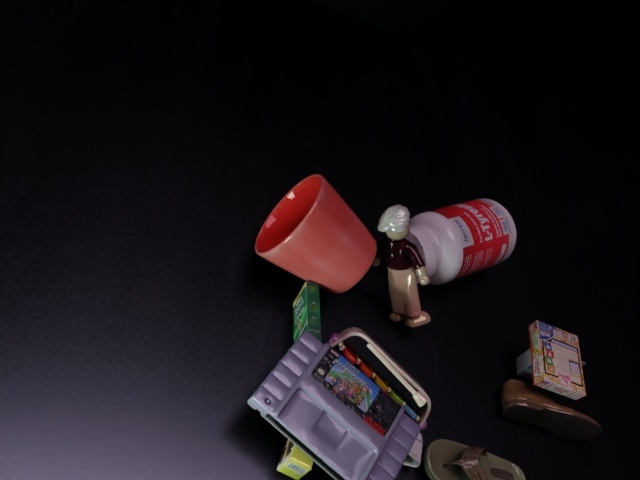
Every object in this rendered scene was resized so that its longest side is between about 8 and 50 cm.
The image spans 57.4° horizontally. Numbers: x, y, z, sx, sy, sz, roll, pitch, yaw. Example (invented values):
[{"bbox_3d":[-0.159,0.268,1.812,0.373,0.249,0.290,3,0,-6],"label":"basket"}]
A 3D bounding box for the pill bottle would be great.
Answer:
[{"bbox_3d":[0.403,0.008,1.828,0.408,0.229,0.229,-14,61,-36],"label":"pill bottle"}]

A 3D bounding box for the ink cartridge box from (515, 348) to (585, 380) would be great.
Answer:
[{"bbox_3d":[0.694,0.385,1.754,0.180,0.104,0.060,21,46,-11],"label":"ink cartridge box"}]

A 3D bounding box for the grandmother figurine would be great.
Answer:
[{"bbox_3d":[0.220,0.064,1.618,0.208,0.342,0.104,10,30,38],"label":"grandmother figurine"}]

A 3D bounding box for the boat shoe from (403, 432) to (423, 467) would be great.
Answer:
[{"bbox_3d":[0.131,0.468,1.385,0.258,0.095,0.084,19,42,-11],"label":"boat shoe"}]

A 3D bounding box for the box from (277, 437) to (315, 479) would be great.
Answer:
[{"bbox_3d":[-0.026,0.421,1.346,0.058,0.087,0.232,29,44,-5],"label":"box"}]

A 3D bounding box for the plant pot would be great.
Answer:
[{"bbox_3d":[0.000,0.000,1.564,0.243,0.275,0.274,40,42,-21],"label":"plant pot"}]

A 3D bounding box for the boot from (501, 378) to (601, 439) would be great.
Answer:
[{"bbox_3d":[0.655,0.477,1.662,0.306,0.112,0.115,21,35,-9],"label":"boot"}]

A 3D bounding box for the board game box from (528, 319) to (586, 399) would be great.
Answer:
[{"bbox_3d":[0.676,0.341,1.676,0.147,0.045,0.193,22,50,-12],"label":"board game box"}]

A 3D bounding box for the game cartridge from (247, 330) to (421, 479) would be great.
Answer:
[{"bbox_3d":[0.041,0.387,1.304,0.355,0.068,0.230,40,53,2],"label":"game cartridge"}]

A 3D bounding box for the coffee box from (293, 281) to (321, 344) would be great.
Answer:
[{"bbox_3d":[-0.037,0.211,1.502,0.041,0.113,0.184,11,50,-16],"label":"coffee box"}]

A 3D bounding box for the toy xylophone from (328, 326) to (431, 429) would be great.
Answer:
[{"bbox_3d":[0.154,0.327,1.437,0.323,0.236,0.081,43,89,10],"label":"toy xylophone"}]

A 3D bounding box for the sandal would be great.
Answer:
[{"bbox_3d":[0.390,0.557,1.455,0.303,0.086,0.120,16,47,-16],"label":"sandal"}]
